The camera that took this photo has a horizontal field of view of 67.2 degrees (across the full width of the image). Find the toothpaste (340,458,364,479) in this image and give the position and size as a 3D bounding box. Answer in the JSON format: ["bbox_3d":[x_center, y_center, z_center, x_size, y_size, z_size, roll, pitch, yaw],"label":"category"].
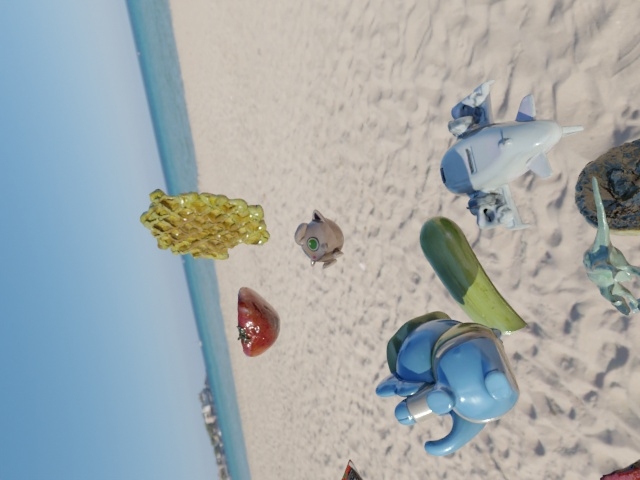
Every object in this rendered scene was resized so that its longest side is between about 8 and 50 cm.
[{"bbox_3d":[0.091,0.575,1.089,0.045,0.071,0.193,-5,129,38],"label":"toothpaste"}]

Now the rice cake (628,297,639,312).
[{"bbox_3d":[0.981,0.159,1.376,0.180,0.030,0.042,-36,41,31],"label":"rice cake"}]

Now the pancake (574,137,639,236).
[{"bbox_3d":[0.852,-0.149,1.234,0.082,0.387,0.387,47,176,-24],"label":"pancake"}]

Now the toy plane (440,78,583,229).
[{"bbox_3d":[0.289,-0.138,0.788,0.252,0.118,0.252,170,90,-67],"label":"toy plane"}]

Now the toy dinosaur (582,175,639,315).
[{"bbox_3d":[0.643,0.046,1.062,0.393,0.092,0.205,55,-171,-13],"label":"toy dinosaur"}]

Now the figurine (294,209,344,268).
[{"bbox_3d":[0.000,0.000,1.267,0.138,0.125,0.125,55,159,9],"label":"figurine"}]

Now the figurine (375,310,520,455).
[{"bbox_3d":[0.168,0.181,0.655,0.153,0.180,0.262,37,-173,6],"label":"figurine"}]

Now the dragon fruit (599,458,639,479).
[{"bbox_3d":[0.663,0.517,0.938,0.100,0.282,0.344,-106,-4,-47],"label":"dragon fruit"}]

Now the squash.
[{"bbox_3d":[0.260,0.065,0.854,0.250,0.083,0.083,57,159,14],"label":"squash"}]

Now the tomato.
[{"bbox_3d":[-0.156,0.212,1.280,0.173,0.099,0.189,-67,-27,-74],"label":"tomato"}]

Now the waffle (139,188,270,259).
[{"bbox_3d":[-0.250,-0.026,1.064,0.291,0.291,0.051,107,164,-59],"label":"waffle"}]
